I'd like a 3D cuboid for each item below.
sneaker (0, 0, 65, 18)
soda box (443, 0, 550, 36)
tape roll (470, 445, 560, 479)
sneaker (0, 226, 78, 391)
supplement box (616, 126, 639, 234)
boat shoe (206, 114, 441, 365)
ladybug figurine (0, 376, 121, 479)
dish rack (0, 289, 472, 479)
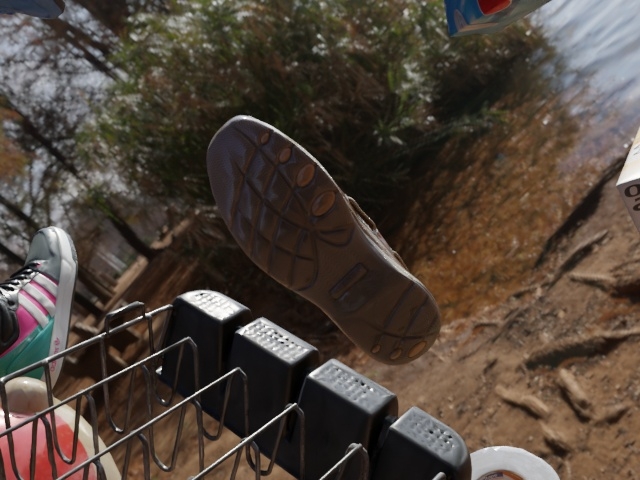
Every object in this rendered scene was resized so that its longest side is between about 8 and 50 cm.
[{"bbox_3d":[-0.384,-0.276,0.765,0.209,0.069,0.082,12,-89,-57],"label":"sneaker"},{"bbox_3d":[0.217,-0.293,0.772,0.071,0.067,0.210,-10,0,-18],"label":"soda box"},{"bbox_3d":[0.330,0.483,1.249,0.219,0.072,0.219,-15,35,11],"label":"tape roll"},{"bbox_3d":[-0.468,0.082,1.010,0.124,0.178,0.295,-36,46,30],"label":"sneaker"},{"bbox_3d":[0.187,-0.043,0.333,0.062,0.036,0.098,-21,17,40],"label":"supplement box"},{"bbox_3d":[0.000,0.000,0.758,0.123,0.324,0.116,-38,14,9],"label":"boat shoe"},{"bbox_3d":[-0.298,0.320,0.504,0.162,0.305,0.449,40,-118,-73],"label":"ladybug figurine"},{"bbox_3d":[-0.076,0.116,0.288,0.271,0.208,0.074,-24,-50,-48],"label":"dish rack"}]
